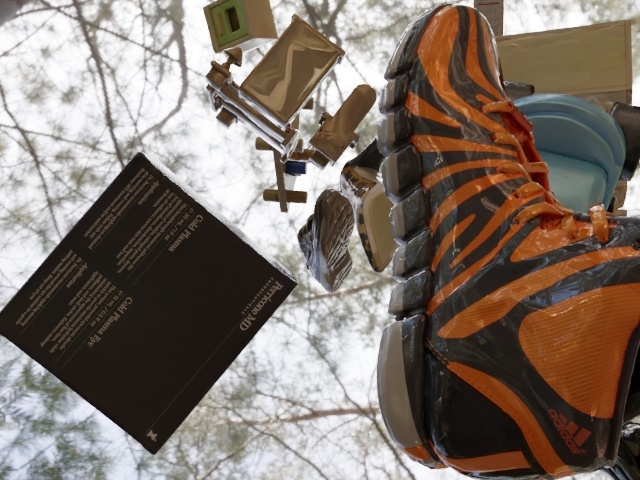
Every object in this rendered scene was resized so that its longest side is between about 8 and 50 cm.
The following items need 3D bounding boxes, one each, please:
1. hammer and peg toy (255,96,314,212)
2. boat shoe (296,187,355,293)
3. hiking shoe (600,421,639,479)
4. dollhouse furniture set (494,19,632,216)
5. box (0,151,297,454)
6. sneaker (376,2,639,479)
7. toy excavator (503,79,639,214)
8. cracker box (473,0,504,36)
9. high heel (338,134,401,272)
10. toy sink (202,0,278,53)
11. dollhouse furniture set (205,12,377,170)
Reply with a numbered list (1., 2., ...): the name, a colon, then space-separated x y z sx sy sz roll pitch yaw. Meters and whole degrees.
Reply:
1. hammer and peg toy: -0.093 -0.279 1.633 0.361 0.127 0.266 87 -170 -49
2. boat shoe: 0.000 0.000 1.555 0.132 0.130 0.355 -47 -26 -32
3. hiking shoe: 0.417 0.279 0.868 0.086 0.227 0.114 -22 -40 -33
4. dollhouse furniture set: 0.434 -0.189 1.159 0.394 0.256 0.362 56 -139 -52
5. box: -0.264 0.094 0.992 0.312 0.343 0.179 41 178 -4
6. sneaker: 0.135 -0.022 0.375 0.124 0.180 0.321 14 -110 -41
7. toy excavator: 0.269 0.036 0.862 0.445 0.222 0.433 -46 -32 -49
8. cracker box: 0.373 -0.509 1.362 0.156 0.067 0.232 -66 -28 -53
9. high heel: 0.076 -0.040 1.024 0.093 0.186 0.261 15 -119 -18
10. toy sink: -0.272 -0.674 1.931 0.131 0.234 0.153 -22 -77 -51
11. dollhouse furniture set: -0.054 -0.269 1.236 0.303 0.355 0.174 37 -98 -1
